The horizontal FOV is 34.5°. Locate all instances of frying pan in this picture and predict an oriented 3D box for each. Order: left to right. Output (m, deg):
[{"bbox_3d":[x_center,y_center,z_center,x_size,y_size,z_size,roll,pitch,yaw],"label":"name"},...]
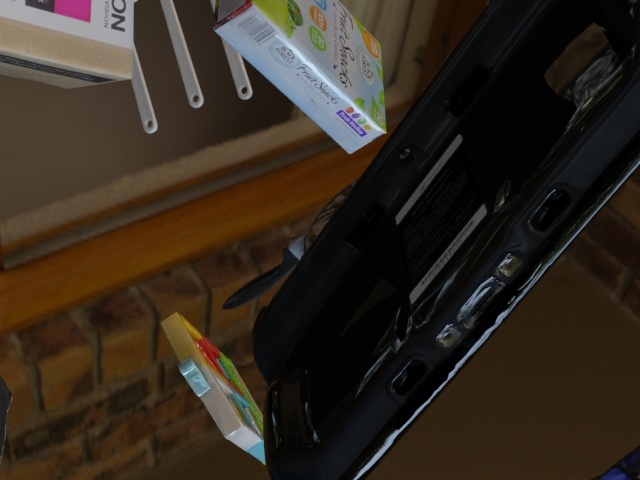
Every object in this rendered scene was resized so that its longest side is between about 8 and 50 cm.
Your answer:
[{"bbox_3d":[0.017,-0.019,1.187,0.053,0.326,0.197,53,-126,-17],"label":"frying pan"}]

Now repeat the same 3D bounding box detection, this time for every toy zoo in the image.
[{"bbox_3d":[-0.136,0.211,1.443,0.030,0.293,0.192,-33,-117,-2],"label":"toy zoo"}]

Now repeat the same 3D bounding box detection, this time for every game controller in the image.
[{"bbox_3d":[0.065,-0.015,0.485,0.067,0.319,0.166,24,-152,-24],"label":"game controller"}]

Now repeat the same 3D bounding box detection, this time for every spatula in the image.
[{"bbox_3d":[-0.173,-0.252,1.181,0.168,0.019,0.242,-18,-98,13],"label":"spatula"}]

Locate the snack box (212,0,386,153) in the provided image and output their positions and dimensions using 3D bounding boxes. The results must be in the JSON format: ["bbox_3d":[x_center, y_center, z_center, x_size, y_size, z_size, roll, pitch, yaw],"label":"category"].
[{"bbox_3d":[-0.011,-0.139,0.705,0.141,0.037,0.100,40,-144,-36],"label":"snack box"}]

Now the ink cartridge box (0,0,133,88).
[{"bbox_3d":[-0.245,-0.255,0.842,0.088,0.235,0.193,0,180,33],"label":"ink cartridge box"}]

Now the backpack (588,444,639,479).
[{"bbox_3d":[0.256,0.233,0.834,0.120,0.098,0.101,-18,-148,-31],"label":"backpack"}]

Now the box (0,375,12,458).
[{"bbox_3d":[-0.252,0.140,0.347,0.270,0.060,0.216,-18,-149,3],"label":"box"}]
